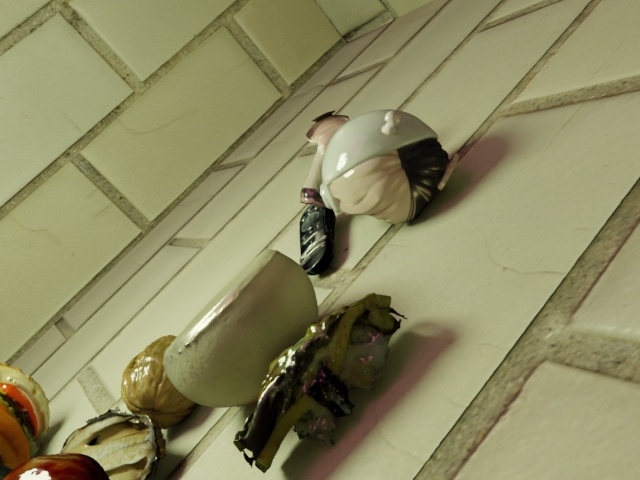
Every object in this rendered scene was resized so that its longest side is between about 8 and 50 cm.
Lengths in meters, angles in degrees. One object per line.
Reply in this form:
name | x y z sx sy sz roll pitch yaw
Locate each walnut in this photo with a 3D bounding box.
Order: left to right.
walnut | -0.295 0.263 1.245 0.155 0.155 0.184 -34 19 19

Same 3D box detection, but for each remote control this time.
remote control | 0.000 0.000 1.405 0.090 0.066 0.266 -48 20 22

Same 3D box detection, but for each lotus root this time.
lotus root | -0.369 0.396 1.191 0.329 0.078 0.167 -24 61 37

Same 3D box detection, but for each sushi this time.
sushi | -0.001 0.189 0.912 0.291 0.131 0.139 -52 -2 -10

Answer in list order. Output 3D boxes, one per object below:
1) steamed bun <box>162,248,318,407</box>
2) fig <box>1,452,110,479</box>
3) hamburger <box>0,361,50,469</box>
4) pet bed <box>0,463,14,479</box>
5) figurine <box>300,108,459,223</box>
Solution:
steamed bun | -0.114 0.159 1.076 0.283 0.177 0.283 -44 6 5
fig | -0.429 0.448 1.015 0.263 0.224 0.224 -35 20 26
hamburger | -0.843 0.460 1.587 0.330 0.330 0.250 -36 18 13
pet bed | -0.629 0.505 1.215 0.183 0.211 0.159 -13 48 61
figurine | 0.088 -0.149 1.305 0.253 0.211 0.361 -38 21 -9
